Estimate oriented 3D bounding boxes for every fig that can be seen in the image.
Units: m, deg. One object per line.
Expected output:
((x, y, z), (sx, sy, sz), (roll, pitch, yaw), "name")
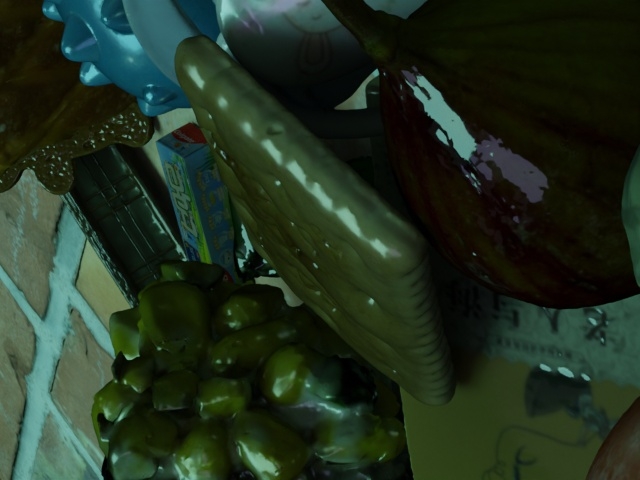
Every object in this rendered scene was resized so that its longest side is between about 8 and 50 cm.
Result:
((0.092, -0.096, 1.068), (0.321, 0.217, 0.217), (31, 175, -37), "fig")

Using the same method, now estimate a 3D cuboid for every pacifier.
((0.015, -0.205, 1.254), (0.238, 0.287, 0.226), (45, -151, -32), "pacifier")

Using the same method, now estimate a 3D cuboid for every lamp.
((-0.192, 0.004, 1.957), (0.325, 0.090, 0.089), (58, 166, 4), "lamp")

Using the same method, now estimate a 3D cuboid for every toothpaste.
((-0.105, -0.016, 1.835), (0.070, 0.044, 0.193), (32, 145, 45), "toothpaste")

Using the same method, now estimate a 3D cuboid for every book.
((0.162, 0.078, 1.328), (0.269, 0.032, 0.389), (12, 123, 38), "book")

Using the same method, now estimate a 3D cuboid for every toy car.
((-0.142, -0.217, 1.504), (0.255, 0.190, 0.188), (58, 157, 6), "toy car")

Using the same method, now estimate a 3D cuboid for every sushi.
((-0.043, 0.181, 1.657), (0.328, 0.328, 0.285), (11, 107, 8), "sushi")

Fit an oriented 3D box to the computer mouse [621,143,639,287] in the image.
((0.321, 0.037, 0.874), (0.429, 0.228, 0.145), (42, 150, 29), "computer mouse")

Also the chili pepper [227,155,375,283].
((0.031, -0.015, 1.524), (0.264, 0.116, 0.148), (20, 124, 53), "chili pepper")

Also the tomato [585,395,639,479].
((0.273, 0.189, 1.114), (0.265, 0.265, 0.265), (43, 151, 31), "tomato")

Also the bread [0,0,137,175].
((-0.309, -0.234, 1.701), (0.207, 0.279, 0.279), (31, 142, 42), "bread")

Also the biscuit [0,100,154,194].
((-0.278, -0.116, 1.894), (0.138, 0.205, 0.031), (60, -172, -6), "biscuit")

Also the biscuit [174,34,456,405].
((0.000, 0.000, 1.259), (0.217, 0.044, 0.325), (45, 171, 19), "biscuit")
